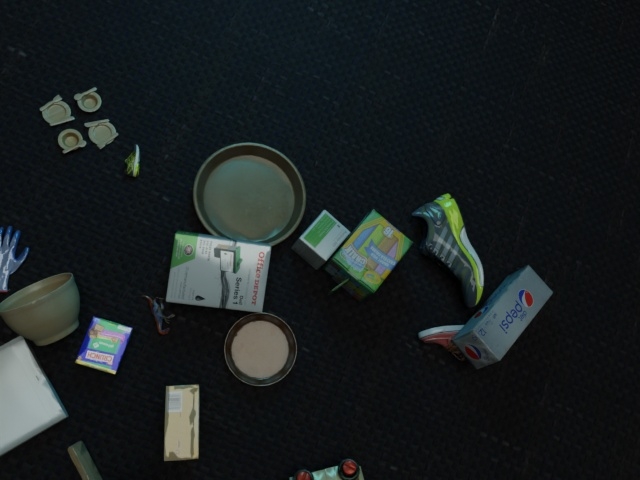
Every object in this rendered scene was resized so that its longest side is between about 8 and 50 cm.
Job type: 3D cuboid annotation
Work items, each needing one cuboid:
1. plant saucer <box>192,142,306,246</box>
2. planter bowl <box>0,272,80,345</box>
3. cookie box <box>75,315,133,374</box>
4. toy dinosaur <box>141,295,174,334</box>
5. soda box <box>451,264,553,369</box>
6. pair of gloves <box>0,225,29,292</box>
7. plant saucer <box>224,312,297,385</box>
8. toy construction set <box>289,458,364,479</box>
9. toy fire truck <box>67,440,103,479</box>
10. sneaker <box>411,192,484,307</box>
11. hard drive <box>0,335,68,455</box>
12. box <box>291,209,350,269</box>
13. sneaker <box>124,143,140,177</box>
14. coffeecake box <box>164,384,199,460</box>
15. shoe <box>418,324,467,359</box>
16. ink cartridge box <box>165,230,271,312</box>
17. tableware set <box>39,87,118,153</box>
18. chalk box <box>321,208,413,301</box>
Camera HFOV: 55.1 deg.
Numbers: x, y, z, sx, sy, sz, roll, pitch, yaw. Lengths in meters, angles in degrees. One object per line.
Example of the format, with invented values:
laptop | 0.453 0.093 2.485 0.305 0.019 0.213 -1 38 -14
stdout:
plant saucer | -0.174 -0.107 1.511 0.278 0.041 0.277 3 74 -12
planter bowl | -0.582 0.154 1.304 0.162 0.162 0.109 -26 110 -17
cookie box | -0.476 0.233 1.353 0.092 0.040 0.107 19 73 -8
toy dinosaur | -0.369 0.172 1.406 0.090 0.047 0.082 5 82 23
soda box | 0.450 0.185 1.505 0.098 0.091 0.286 49 55 3
pair of gloves | -0.754 0.039 1.355 0.198 0.023 0.159 5 75 -10
plant saucer | -0.140 0.253 1.428 0.169 0.029 0.168 3 75 -12
toy construction set | 0.022 0.598 1.307 0.328 0.151 0.215 -1 51 -20
toy fire truck | -0.419 0.509 1.213 0.247 0.217 0.158 14 73 7
sneaker | 0.321 0.035 1.559 0.121 0.111 0.299 -17 74 -6
hard drive | -0.717 0.362 1.268 0.308 0.040 0.203 -30 83 -18
box | 0.000 0.000 1.487 0.087 0.102 0.101 41 70 -1
sneaker | -0.454 -0.193 1.477 0.035 0.031 0.083 3 75 -11
coffeecake box | -0.289 0.377 1.279 0.068 0.185 0.142 1 75 -12
shoe | 0.330 0.254 1.511 0.178 0.063 0.081 -2 70 -17
ink cartridge box | -0.230 0.072 1.404 0.220 0.092 0.160 7 92 -10
tableware set | -0.582 -0.287 1.480 0.141 0.020 0.168 -26 82 -18
chalk box | 0.098 0.056 1.479 0.132 0.132 0.213 40 72 0
